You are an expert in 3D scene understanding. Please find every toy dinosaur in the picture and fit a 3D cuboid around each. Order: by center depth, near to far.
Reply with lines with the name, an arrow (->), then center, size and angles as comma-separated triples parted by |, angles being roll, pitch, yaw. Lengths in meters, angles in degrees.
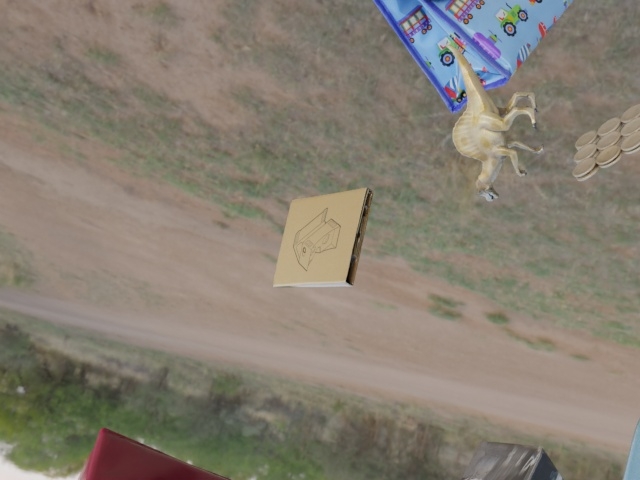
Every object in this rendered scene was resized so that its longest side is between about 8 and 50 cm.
toy dinosaur -> 0.186, -0.130, 0.759 | 0.092, 0.183, 0.053 | -9, -168, 23

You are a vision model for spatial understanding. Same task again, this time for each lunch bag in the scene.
lunch bag -> 0.181, -0.370, 0.975 | 0.293, 0.221, 0.138 | 44, 157, -10

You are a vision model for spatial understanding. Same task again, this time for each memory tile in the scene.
memory tile -> 0.418, -0.145, 0.969 | 0.012, 0.113, 0.148 | 44, 130, -17

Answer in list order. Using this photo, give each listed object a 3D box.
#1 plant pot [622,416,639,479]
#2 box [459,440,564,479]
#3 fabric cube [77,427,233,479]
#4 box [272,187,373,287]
plant pot -> 0.632, 0.280, 1.061 | 0.247, 0.247, 0.252 | 21, 133, 45
box -> 0.194, 0.380, 0.635 | 0.076, 0.242, 0.308 | -12, 118, 50
fabric cube -> -0.166, 0.387, 0.696 | 0.254, 0.259, 0.258 | 26, -178, -14
box -> 0.000, 0.000, 1.187 | 0.021, 0.165, 0.201 | 24, 162, -36
